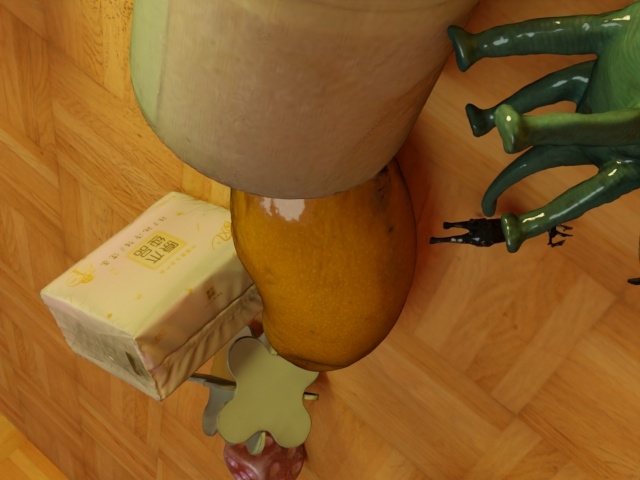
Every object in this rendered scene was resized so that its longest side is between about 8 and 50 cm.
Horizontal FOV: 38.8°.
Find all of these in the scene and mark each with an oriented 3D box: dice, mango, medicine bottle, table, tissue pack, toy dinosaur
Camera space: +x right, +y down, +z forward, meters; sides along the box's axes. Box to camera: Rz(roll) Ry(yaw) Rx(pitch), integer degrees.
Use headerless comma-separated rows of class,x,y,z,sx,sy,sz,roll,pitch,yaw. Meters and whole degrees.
dice,-0.087,0.332,1.399,0.094,0.093,0.091,20,138,35
mango,0.004,0.002,0.891,0.187,0.144,0.359,10,135,23
medicine bottle,0.010,-0.228,0.561,0.236,0.236,0.406,41,147,11
table,-0.113,0.197,1.244,0.166,0.166,0.198,58,154,-15
tissue pack,-0.187,0.057,1.105,0.185,0.225,0.124,21,138,35
toy dinosaur,0.259,-0.104,0.563,0.383,0.331,0.129,43,-148,-76

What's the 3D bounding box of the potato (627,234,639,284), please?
potato,0.320,-0.017,0.545,0.243,0.098,0.138,-4,165,33

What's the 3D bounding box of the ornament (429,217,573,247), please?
ornament,0.159,-0.008,0.777,0.125,0.073,0.028,1,95,55
